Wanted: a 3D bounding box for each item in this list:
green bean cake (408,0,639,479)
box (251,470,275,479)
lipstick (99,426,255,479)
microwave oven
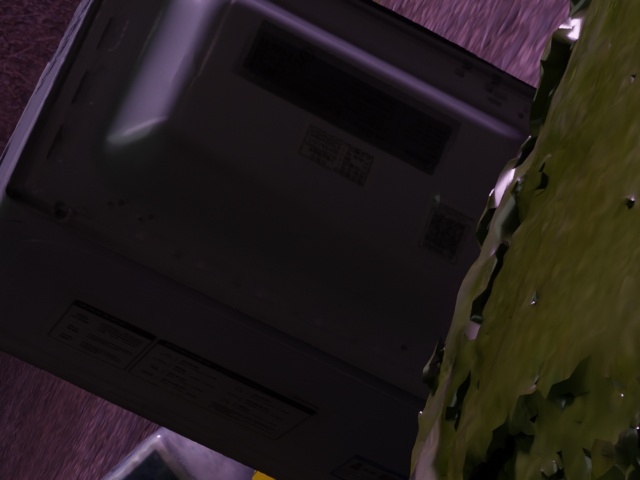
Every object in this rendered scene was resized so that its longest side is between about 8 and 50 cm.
[{"bbox_3d":[0.114,-0.014,0.417,0.214,0.113,0.200,-69,13,-20],"label":"green bean cake"},{"bbox_3d":[-0.006,0.161,0.762,0.153,0.041,0.279,-55,15,44],"label":"box"},{"bbox_3d":[-0.135,0.194,0.981,0.290,0.077,0.076,-44,-6,20],"label":"lipstick"},{"bbox_3d":[0.000,0.000,0.650,0.162,0.208,0.122,-41,26,63],"label":"microwave oven"}]
